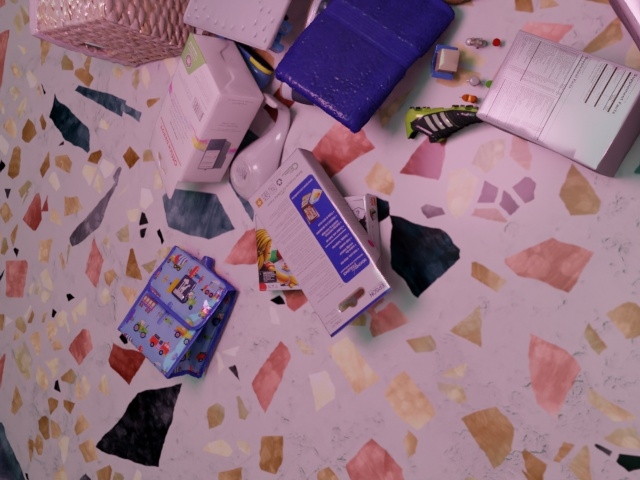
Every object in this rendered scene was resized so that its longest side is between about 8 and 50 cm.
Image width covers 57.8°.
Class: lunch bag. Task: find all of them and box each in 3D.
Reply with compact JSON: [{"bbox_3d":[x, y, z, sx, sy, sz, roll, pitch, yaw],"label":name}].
[{"bbox_3d":[-0.349,0.172,1.499,0.221,0.138,0.293,33,96,30],"label":"lunch bag"}]

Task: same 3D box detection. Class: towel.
[{"bbox_3d":[0.083,-0.382,1.146,0.228,0.076,0.308,39,88,16],"label":"towel"}]

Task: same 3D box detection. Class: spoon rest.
[{"bbox_3d":[-0.138,-0.213,1.374,0.137,0.084,0.276,45,127,26],"label":"spoon rest"}]

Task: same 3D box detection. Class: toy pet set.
[{"bbox_3d":[0.273,-0.328,1.114,0.114,0.065,0.122,8,100,-2],"label":"toy pet set"}]

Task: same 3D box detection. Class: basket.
[{"bbox_3d":[-0.507,-0.646,1.455,0.266,0.328,0.331,2,91,29],"label":"basket"}]

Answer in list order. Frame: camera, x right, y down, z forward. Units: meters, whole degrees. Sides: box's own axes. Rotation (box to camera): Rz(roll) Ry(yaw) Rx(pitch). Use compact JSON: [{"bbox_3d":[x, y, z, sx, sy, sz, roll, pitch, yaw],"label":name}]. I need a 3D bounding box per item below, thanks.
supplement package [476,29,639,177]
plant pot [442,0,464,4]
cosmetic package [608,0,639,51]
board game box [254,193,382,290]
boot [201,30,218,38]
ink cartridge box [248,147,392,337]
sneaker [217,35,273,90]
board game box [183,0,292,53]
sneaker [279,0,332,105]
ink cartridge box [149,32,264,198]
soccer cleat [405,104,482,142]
[{"bbox_3d":[0.401,-0.214,0.937,0.203,0.194,0.149,34,109,29],"label":"supplement package"},{"bbox_3d":[0.222,-0.557,1.074,0.236,0.032,0.236,35,141,34],"label":"plant pot"},{"bbox_3d":[0.559,-0.327,0.712,0.327,0.394,0.329,-29,74,30],"label":"cosmetic package"},{"bbox_3d":[-0.012,0.011,1.297,0.305,0.053,0.193,-6,87,33],"label":"board game box"},{"bbox_3d":[-0.300,-0.493,1.490,0.118,0.042,0.087,0,85,32],"label":"boot"},{"bbox_3d":[0.000,0.000,1.218,0.176,0.069,0.371,-42,65,25],"label":"ink cartridge box"},{"bbox_3d":[-0.199,-0.437,1.404,0.209,0.069,0.082,49,117,22],"label":"sneaker"},{"bbox_3d":[-0.129,-0.631,1.289,0.390,0.050,0.390,34,103,44],"label":"board game box"},{"bbox_3d":[0.035,-0.412,1.235,0.153,0.099,0.282,24,93,18],"label":"sneaker"},{"bbox_3d":[-0.287,-0.281,1.391,0.353,0.119,0.207,-52,55,41],"label":"ink cartridge box"},{"bbox_3d":[0.245,-0.226,1.126,0.179,0.060,0.072,8,105,39],"label":"soccer cleat"}]
